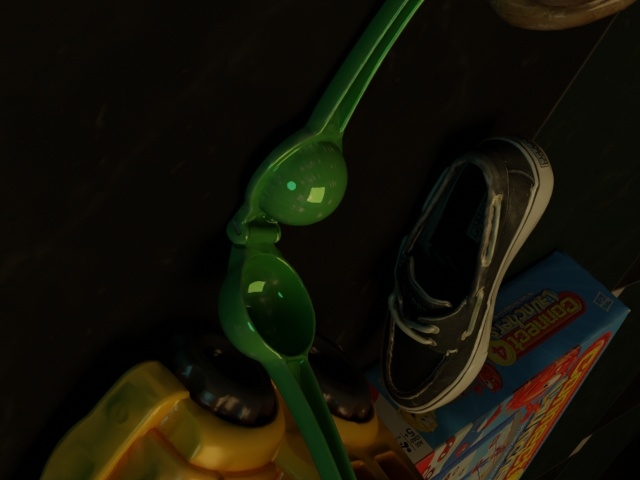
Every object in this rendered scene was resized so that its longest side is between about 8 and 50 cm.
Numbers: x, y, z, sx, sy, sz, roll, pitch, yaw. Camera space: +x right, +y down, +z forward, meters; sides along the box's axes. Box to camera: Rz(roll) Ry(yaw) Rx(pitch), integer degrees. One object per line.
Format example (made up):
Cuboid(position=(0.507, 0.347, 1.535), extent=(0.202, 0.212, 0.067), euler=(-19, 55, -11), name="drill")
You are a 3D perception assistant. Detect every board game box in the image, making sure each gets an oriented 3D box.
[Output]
Cuboid(position=(0.101, 0.190, 0.969), extent=(0.302, 0.086, 0.308), euler=(-27, 149, -36), name="board game box")

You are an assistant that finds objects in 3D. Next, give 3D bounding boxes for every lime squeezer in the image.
Cuboid(position=(0.000, 0.000, 0.512), extent=(0.059, 0.110, 0.310), euler=(5, 96, -40), name="lime squeezer")

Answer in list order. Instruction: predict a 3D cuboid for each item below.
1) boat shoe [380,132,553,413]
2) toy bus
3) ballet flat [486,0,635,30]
Cuboid(position=(0.076, 0.030, 0.705), extent=(0.070, 0.078, 0.219), euler=(-20, 137, -46), name="boat shoe")
Cuboid(position=(-0.019, 0.166, 0.591), extent=(0.149, 0.211, 0.220), euler=(-52, 154, 16), name="toy bus")
Cuboid(position=(0.184, -0.228, 0.451), extent=(0.342, 0.116, 0.124), euler=(-53, 175, 9), name="ballet flat")
